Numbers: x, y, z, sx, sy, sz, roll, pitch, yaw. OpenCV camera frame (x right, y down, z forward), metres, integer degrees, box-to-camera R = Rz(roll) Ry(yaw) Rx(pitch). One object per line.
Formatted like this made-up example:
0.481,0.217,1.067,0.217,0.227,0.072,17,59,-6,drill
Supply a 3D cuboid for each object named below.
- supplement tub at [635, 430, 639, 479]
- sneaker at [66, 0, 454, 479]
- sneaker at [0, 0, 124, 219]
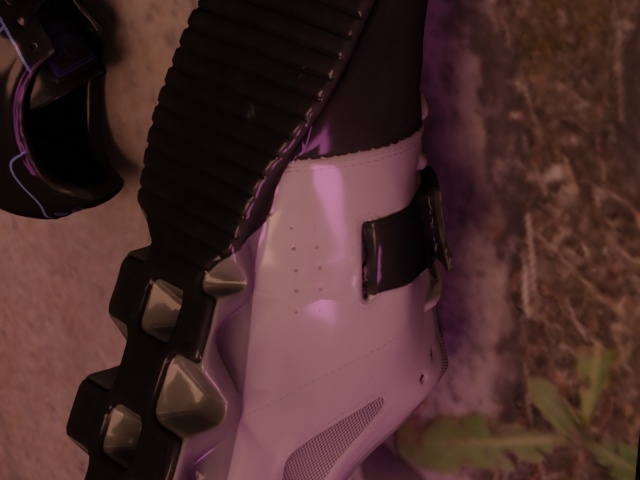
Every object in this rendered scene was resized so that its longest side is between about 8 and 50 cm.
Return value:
0.206,0.132,0.680,0.207,0.207,0.338,19,120,32,supplement tub
0.000,0.000,0.869,0.122,0.146,0.330,34,108,55,sneaker
-0.152,-0.120,0.955,0.090,0.081,0.232,4,118,35,sneaker
